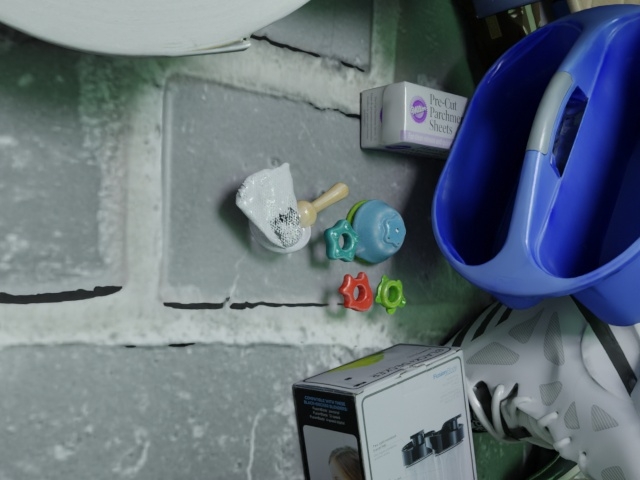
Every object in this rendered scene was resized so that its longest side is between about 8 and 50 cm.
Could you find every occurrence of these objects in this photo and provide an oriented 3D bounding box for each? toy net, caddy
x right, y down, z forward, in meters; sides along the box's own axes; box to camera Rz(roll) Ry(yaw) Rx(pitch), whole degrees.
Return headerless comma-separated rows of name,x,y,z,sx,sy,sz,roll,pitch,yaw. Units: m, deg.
toy net,0.000,0.000,0.743,0.232,0.045,0.122,16,79,-41
caddy,0.254,-0.080,0.769,0.179,0.241,0.341,44,63,-43

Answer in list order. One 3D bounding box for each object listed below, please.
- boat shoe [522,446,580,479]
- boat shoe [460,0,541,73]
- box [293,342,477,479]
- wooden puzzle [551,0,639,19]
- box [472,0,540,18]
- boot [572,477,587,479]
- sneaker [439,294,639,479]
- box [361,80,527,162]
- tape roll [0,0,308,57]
boat shoe,0.323,0.280,1.031,0.233,0.084,0.079,-26,68,-34
boat shoe,0.218,-0.315,0.941,0.095,0.095,0.258,-41,123,-52
box,0.079,0.264,0.775,0.169,0.087,0.290,-14,98,-43
wooden puzzle,0.401,-0.439,1.125,0.322,0.080,0.348,-46,114,-35
box,0.245,-0.375,0.613,0.182,0.294,0.296,-36,112,-39
boot,0.338,0.357,0.929,0.262,0.203,0.095,-21,80,-44
sneaker,0.253,0.203,0.791,0.169,0.257,0.448,52,23,-25
box,0.179,-0.125,0.902,0.323,0.063,0.067,3,87,-44
tape roll,-0.121,-0.312,0.485,0.391,0.072,0.392,-3,103,-13
